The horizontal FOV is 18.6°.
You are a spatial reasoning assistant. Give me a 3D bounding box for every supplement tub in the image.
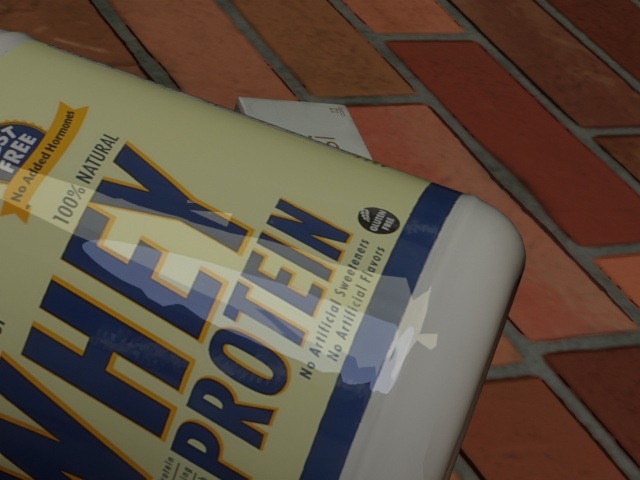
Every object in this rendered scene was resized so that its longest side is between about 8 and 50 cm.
[{"bbox_3d":[-0.097,0.046,0.847,0.325,0.235,0.235,20,30,6],"label":"supplement tub"}]

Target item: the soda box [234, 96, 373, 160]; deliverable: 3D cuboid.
[{"bbox_3d":[0.000,0.000,1.133,0.074,0.069,0.216,4,32,-19],"label":"soda box"}]
